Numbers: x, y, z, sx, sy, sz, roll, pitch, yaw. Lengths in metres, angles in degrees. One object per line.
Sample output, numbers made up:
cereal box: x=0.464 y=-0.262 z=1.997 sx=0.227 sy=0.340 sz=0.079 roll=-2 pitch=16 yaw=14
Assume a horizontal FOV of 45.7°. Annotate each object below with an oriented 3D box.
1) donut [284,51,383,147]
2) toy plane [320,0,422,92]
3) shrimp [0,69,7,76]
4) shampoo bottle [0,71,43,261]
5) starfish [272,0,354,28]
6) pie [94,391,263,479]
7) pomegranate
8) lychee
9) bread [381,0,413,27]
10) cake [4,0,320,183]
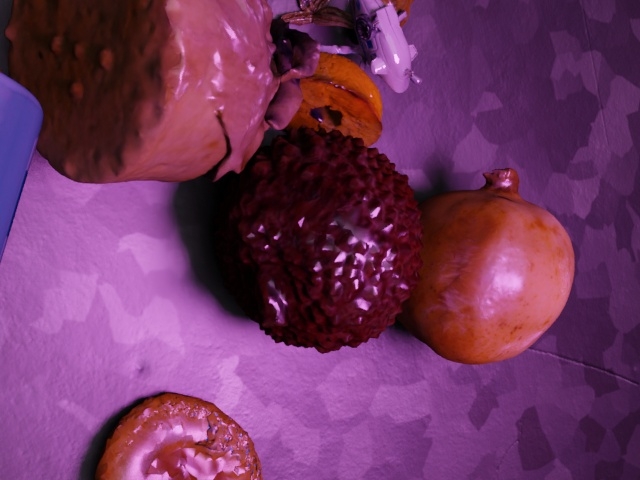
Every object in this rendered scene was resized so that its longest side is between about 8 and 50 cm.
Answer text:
donut: x=0.010 y=-0.209 z=1.128 sx=0.190 sy=0.174 sz=0.075 roll=27 pitch=61 yaw=-32
toy plane: x=0.074 y=-0.351 z=1.113 sx=0.182 sy=0.107 sz=0.273 roll=-10 pitch=97 yaw=-27
shrimp: x=-0.442 y=-0.218 z=0.917 sx=0.095 sy=0.162 sz=0.045 roll=-13 pitch=137 yaw=-58
shampoo bottle: x=-0.496 y=-0.037 z=0.784 sx=0.331 sy=0.331 sz=0.343 roll=18 pitch=82 yaw=-26
starfish: x=-0.020 y=-0.360 z=1.182 sx=0.130 sy=0.041 sz=0.133 roll=-27 pitch=82 yaw=-7
pie: x=-0.202 y=0.353 z=1.093 sx=0.273 sy=0.069 sz=0.273 roll=-2 pitch=93 yaw=-31
pomegranate: x=0.243 y=0.055 z=1.187 sx=0.307 sy=0.307 sz=0.307 roll=-1 pitch=92 yaw=-27
lychee: x=0.000 y=0.000 z=1.062 sx=0.306 sy=0.306 sz=0.330 roll=56 pitch=45 yaw=-17
bread: x=0.144 y=-0.475 z=1.240 sx=0.077 sy=0.084 sz=0.368 roll=18 pitch=80 yaw=15
cake: x=-0.181 y=-0.231 z=0.976 sx=0.321 sy=0.332 sz=0.332 roll=-8 pitch=96 yaw=-52
